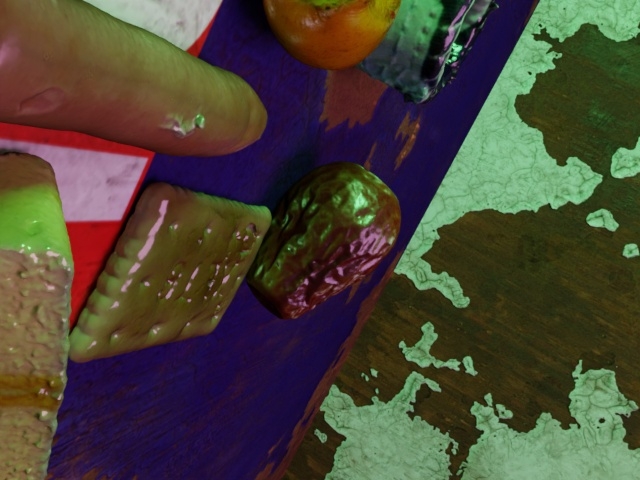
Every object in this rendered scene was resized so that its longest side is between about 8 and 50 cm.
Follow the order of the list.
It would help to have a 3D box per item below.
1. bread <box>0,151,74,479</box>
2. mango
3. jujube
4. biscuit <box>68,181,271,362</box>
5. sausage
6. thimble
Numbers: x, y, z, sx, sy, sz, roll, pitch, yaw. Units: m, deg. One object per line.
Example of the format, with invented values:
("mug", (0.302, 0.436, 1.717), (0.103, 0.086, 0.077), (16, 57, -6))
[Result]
("bread", (-0.250, 0.078, 0.484), (0.178, 0.142, 0.266), (-65, 178, -56))
("mango", (0.021, -0.256, 0.689), (0.252, 0.126, 0.153), (-38, 143, -70))
("jujube", (0.000, 0.000, 0.991), (0.255, 0.190, 0.190), (-44, 161, -13))
("biscuit", (-0.162, 0.041, 0.808), (0.217, 0.044, 0.325), (-63, 165, 4))
("sausage", (-0.147, -0.112, 0.470), (0.094, 0.094, 0.419), (-23, 175, 17))
("thimble", (0.148, -0.316, 0.940), (0.237, 0.150, 0.237), (-53, 165, -21))
